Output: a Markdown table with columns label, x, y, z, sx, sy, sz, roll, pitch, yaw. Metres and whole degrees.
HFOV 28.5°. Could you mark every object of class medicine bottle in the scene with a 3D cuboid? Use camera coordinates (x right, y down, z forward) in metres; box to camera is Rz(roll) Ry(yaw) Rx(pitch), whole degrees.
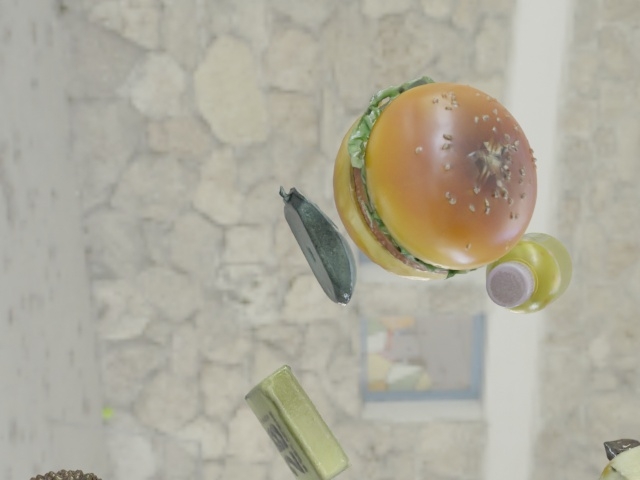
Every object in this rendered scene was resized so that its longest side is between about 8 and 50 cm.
| label | x | y | z | sx | sy | sz | roll | pitch | yaw |
| --- | --- | --- | --- | --- | --- | --- | --- | --- | --- |
| medicine bottle | 0.318 | 0.056 | 1.981 | 0.212 | 0.122 | 0.122 | -16 | 106 | -67 |

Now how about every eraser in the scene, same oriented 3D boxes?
| label | x | y | z | sx | sy | sz | roll | pitch | yaw |
| --- | --- | --- | --- | --- | --- | --- | --- | --- | --- |
| eraser | -0.035 | 0.271 | 1.804 | 0.172 | 0.058 | 0.117 | 57 | -23 | 7 |

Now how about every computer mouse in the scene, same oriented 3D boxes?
| label | x | y | z | sx | sy | sz | roll | pitch | yaw |
| --- | --- | --- | --- | --- | --- | --- | --- | --- | --- |
| computer mouse | 0.006 | -0.001 | 2.124 | 0.229 | 0.068 | 0.113 | 63 | -17 | -4 |

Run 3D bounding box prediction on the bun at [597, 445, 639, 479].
| label | x | y | z | sx | sy | sz | roll | pitch | yaw |
| --- | --- | --- | --- | --- | --- | --- | --- | --- | --- |
| bun | 0.346 | 0.264 | 1.084 | 0.229 | 0.229 | 0.145 | -100 | -174 | -77 |

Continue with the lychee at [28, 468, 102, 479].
| label | x | y | z | sx | sy | sz | roll | pitch | yaw |
| --- | --- | --- | --- | --- | --- | --- | --- | --- | --- |
| lychee | -0.345 | 0.446 | 1.725 | 0.267 | 0.267 | 0.267 | 179 | -90 | -88 |

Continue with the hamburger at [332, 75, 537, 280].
| label | x | y | z | sx | sy | sz | roll | pitch | yaw |
| --- | --- | --- | --- | --- | --- | --- | --- | --- | --- |
| hamburger | 0.142 | -0.076 | 1.451 | 0.170 | 0.246 | 0.246 | -21 | -112 | 59 |

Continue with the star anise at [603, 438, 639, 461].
| label | x | y | z | sx | sy | sz | roll | pitch | yaw |
| --- | --- | --- | --- | --- | --- | --- | --- | --- | --- |
| star anise | 0.596 | 0.415 | 2.167 | 0.129 | 0.212 | 0.283 | -65 | 153 | -45 |
